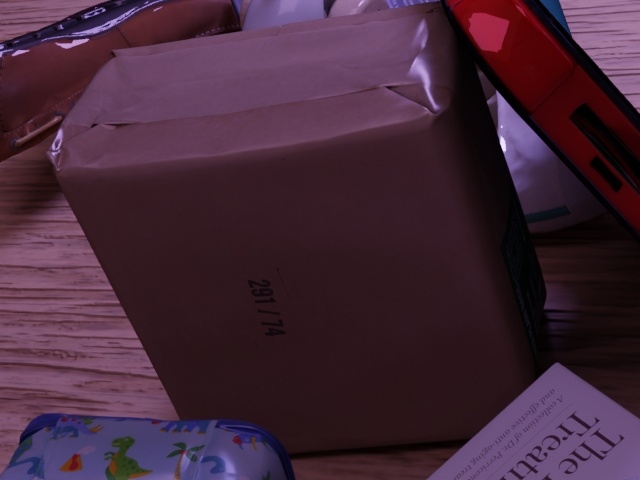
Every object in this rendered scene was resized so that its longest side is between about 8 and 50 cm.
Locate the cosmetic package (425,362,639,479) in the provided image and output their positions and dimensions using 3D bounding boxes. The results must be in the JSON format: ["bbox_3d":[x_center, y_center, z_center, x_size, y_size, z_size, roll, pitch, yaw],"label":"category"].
[{"bbox_3d":[0.120,0.285,1.012,0.377,0.097,0.284,-41,43,-13],"label":"cosmetic package"}]

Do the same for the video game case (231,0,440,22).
[{"bbox_3d":[0.057,-0.247,1.736,0.274,0.026,0.196,-22,57,-1],"label":"video game case"}]

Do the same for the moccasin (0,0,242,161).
[{"bbox_3d":[-0.221,-0.184,1.749,0.139,0.147,0.380,-5,18,44],"label":"moccasin"}]

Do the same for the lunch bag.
[{"bbox_3d":[-0.121,0.214,1.181,0.219,0.176,0.090,-3,36,19],"label":"lunch bag"}]

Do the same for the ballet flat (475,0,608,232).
[{"bbox_3d":[0.184,-0.149,1.538,0.139,0.139,0.400,-15,39,7],"label":"ballet flat"}]

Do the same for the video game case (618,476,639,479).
[{"bbox_3d":[0.225,0.216,0.932,0.212,0.023,0.193,-13,44,15],"label":"video game case"}]

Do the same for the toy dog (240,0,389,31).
[{"bbox_3d":[-0.062,-0.165,1.581,0.220,0.161,0.334,-6,51,23],"label":"toy dog"}]

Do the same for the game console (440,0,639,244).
[{"bbox_3d":[0.208,-0.093,1.226,0.060,0.386,0.342,-41,26,11],"label":"game console"}]

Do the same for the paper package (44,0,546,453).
[{"bbox_3d":[0.000,0.000,1.261,0.309,0.325,0.168,-6,39,19],"label":"paper package"}]
